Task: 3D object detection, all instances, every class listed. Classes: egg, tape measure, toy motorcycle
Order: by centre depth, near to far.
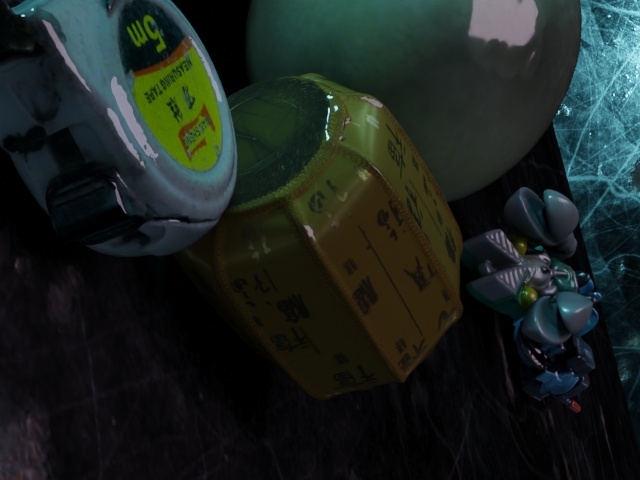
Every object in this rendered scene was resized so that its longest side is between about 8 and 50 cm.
[{"bbox_3d":[-0.087,-0.104,0.638,0.330,0.084,0.164,-62,135,-63],"label":"tape measure"},{"bbox_3d":[0.072,-0.161,0.882,0.258,0.258,0.352,67,25,-20],"label":"egg"},{"bbox_3d":[0.336,0.123,1.650,0.182,0.123,0.272,37,33,-25],"label":"toy motorcycle"}]

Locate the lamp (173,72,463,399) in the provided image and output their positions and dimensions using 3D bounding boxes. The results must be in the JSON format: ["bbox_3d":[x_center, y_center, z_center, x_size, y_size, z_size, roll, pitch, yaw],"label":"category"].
[{"bbox_3d":[0.000,0.000,0.702,0.185,0.161,0.161,53,27,-42],"label":"lamp"}]

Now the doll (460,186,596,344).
[{"bbox_3d":[0.285,0.027,1.466,0.258,0.153,0.195,-26,88,-58],"label":"doll"}]
